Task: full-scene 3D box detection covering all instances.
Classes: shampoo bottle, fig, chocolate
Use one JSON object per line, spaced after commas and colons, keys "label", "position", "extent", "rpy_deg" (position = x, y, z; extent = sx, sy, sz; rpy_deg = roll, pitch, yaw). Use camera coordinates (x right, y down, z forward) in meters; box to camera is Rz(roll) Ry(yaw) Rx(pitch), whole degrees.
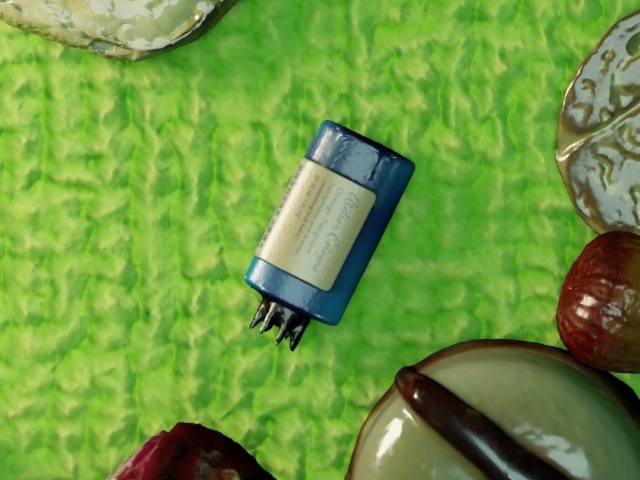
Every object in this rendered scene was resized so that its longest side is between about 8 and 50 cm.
{"label": "shampoo bottle", "position": [0.000, 0.000, 1.577], "extent": [0.087, 0.050, 0.183], "rpy_deg": [27, 91, -2]}
{"label": "fig", "position": [0.252, 0.063, 1.554], "extent": [0.153, 0.119, 0.119], "rpy_deg": [37, 91, -31]}
{"label": "chocolate", "position": [0.147, 0.213, 1.510], "extent": [0.283, 0.186, 0.283], "rpy_deg": [0, 91, 0]}

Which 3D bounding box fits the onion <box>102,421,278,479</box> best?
{"label": "onion", "position": [-0.135, 0.321, 1.481], "extent": [0.337, 0.282, 0.260], "rpy_deg": [-44, 92, -12]}

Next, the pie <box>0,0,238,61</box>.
{"label": "pie", "position": [-0.178, -0.302, 1.569], "extent": [0.337, 0.075, 0.337], "rpy_deg": [0, 96, 0]}

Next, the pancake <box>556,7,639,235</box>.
{"label": "pancake", "position": [0.318, -0.085, 1.580], "extent": [0.250, 0.031, 0.250], "rpy_deg": [0, 93, -1]}
